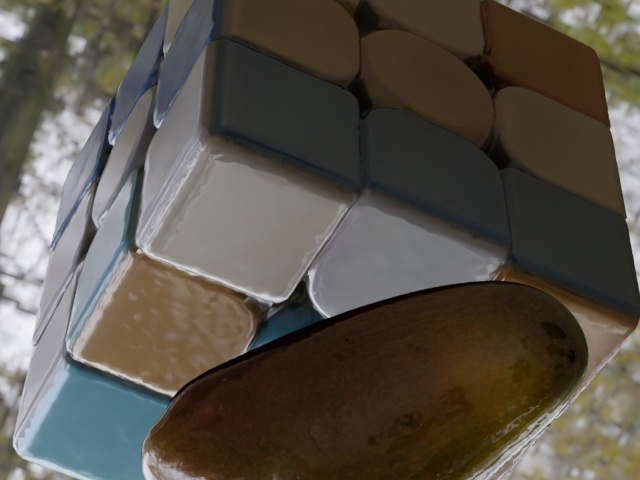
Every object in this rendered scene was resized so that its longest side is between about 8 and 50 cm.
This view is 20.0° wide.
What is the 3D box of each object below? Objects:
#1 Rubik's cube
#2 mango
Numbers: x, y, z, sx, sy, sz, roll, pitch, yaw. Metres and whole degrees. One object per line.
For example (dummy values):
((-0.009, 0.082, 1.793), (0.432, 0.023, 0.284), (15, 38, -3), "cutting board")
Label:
((0.000, 0.000, 1.387), (0.344, 0.346, 0.347), (23, -145, -18), "Rubik's cube")
((0.026, 0.103, 1.012), (0.111, 0.267, 0.133), (52, -156, -43), "mango")
